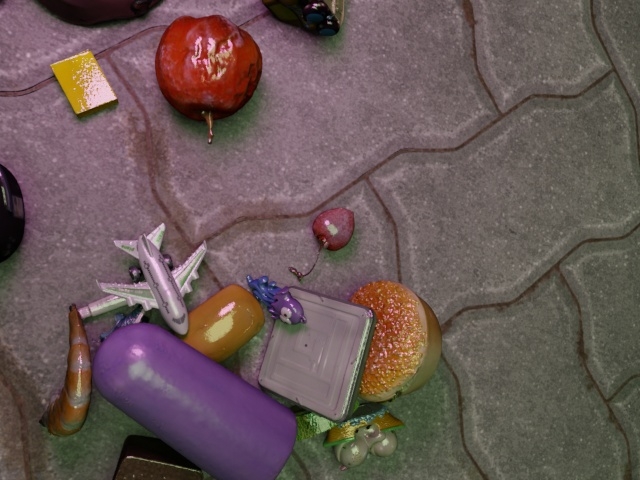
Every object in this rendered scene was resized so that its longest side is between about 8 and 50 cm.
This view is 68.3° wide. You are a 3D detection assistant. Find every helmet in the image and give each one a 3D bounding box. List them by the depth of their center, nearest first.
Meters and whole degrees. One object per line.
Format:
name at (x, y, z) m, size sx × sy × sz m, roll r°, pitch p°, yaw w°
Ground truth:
helmet at (-0.483, -0.637, 1.014) m, size 0.338 × 0.197 × 0.271 m, roll -25°, pitch 94°, yaw -16°

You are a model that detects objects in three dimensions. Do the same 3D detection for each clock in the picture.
clock at (0.116, 0.512, 1.236) m, size 0.231 × 0.103 × 0.144 m, roll -9°, pitch 93°, yaw -16°

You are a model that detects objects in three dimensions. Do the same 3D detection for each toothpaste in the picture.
toothpaste at (-0.461, 0.135, 1.093) m, size 0.190 × 0.031 × 0.048 m, roll -22°, pitch 87°, yaw -21°

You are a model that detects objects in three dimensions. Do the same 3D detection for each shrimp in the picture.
shrimp at (-0.523, 0.289, 0.981) m, size 0.068 × 0.185 × 0.287 m, roll 1°, pitch 97°, yaw -42°

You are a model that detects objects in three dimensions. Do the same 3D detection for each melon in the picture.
melon at (-0.006, 0.436, 1.195) m, size 0.209 × 0.118 × 0.064 m, roll -20°, pitch 90°, yaw -22°

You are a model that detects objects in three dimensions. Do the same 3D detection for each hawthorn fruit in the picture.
hawthorn fruit at (-0.252, -0.353, 1.063) m, size 0.242 × 0.242 × 0.271 m, roll 6°, pitch 87°, yaw -18°

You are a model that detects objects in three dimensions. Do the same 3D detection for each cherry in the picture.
cherry at (0.000, 0.000, 1.218) m, size 0.225 × 0.090 × 0.107 m, roll -42°, pitch 113°, yaw -5°

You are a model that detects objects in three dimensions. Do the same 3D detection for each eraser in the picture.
eraser at (-0.533, -0.353, 1.068) m, size 0.097 × 0.045 × 0.122 m, roll -28°, pitch 97°, yaw -16°

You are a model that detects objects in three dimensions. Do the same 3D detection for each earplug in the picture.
earplug at (-0.275, 0.345, 1.018) m, size 0.456 × 0.215 × 0.215 m, roll 45°, pitch 77°, yaw -22°

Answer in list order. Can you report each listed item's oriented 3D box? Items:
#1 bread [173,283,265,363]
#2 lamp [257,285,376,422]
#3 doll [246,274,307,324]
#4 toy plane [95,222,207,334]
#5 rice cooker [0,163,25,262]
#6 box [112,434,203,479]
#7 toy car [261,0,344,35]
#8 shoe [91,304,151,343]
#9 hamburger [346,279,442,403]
bread at (-0.239, 0.208, 1.130) m, size 0.217 × 0.098 × 0.147 m, roll -40°, pitch 97°, yaw -16°
lamp at (-0.014, 0.261, 1.129) m, size 0.047 × 0.269 × 0.266 m, roll 27°, pitch 77°, yaw -53°
doll at (-0.109, 0.144, 1.147) m, size 0.067 × 0.206 × 0.110 m, roll -34°, pitch 141°, yaw -35°
toy plane at (-0.362, 0.097, 1.076) m, size 0.251 × 0.101 × 0.255 m, roll -24°, pitch 92°, yaw -29°
rice cooker at (-0.718, -0.060, 0.911) m, size 0.267 × 0.224 × 0.267 m, roll 0°, pitch 90°, yaw -16°
box at (-0.391, 0.597, 1.049) m, size 0.184 × 0.143 × 0.273 m, roll 19°, pitch 84°, yaw -17°
toy car at (-0.057, -0.615, 1.149) m, size 0.198 × 0.248 × 0.204 m, roll 3°, pitch 90°, yaw 20°
shoe at (-0.448, 0.196, 1.083) m, size 0.071 × 0.064 × 0.143 m, roll 38°, pitch 72°, yaw 5°
hamburger at (0.152, 0.244, 1.153) m, size 0.170 × 0.302 × 0.302 m, roll 16°, pitch 84°, yaw -38°
